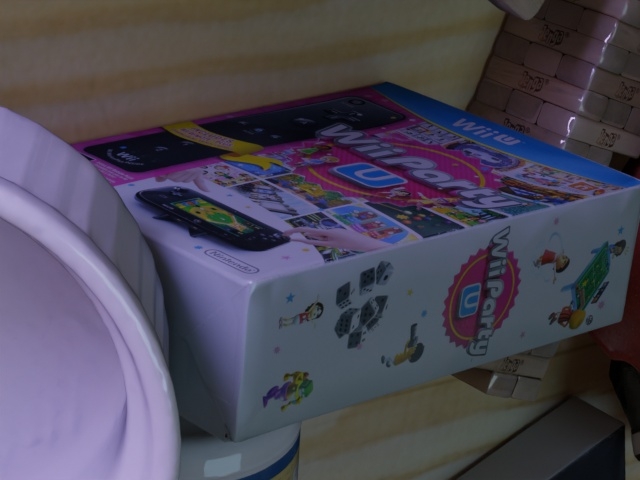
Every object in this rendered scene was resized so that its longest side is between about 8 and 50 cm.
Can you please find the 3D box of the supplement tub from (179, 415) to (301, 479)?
[{"bbox_3d":[-0.086,0.174,1.132,0.144,0.144,0.200,-19,123,-38],"label":"supplement tub"}]

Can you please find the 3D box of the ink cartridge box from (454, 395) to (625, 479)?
[{"bbox_3d":[0.109,0.270,1.446,0.332,0.065,0.165,-30,130,-30],"label":"ink cartridge box"}]

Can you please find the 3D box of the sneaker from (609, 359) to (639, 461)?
[{"bbox_3d":[0.283,0.119,1.507,0.234,0.078,0.106,10,61,-73],"label":"sneaker"}]

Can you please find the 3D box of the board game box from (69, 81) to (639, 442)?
[{"bbox_3d":[0.000,0.000,1.067,0.303,0.224,0.098,-13,118,-41],"label":"board game box"}]

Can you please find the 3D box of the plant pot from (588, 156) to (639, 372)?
[{"bbox_3d":[0.325,-0.017,1.326,0.272,0.272,0.265,8,126,-47],"label":"plant pot"}]

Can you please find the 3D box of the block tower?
[{"bbox_3d":[0.157,-0.061,1.289,0.091,0.097,0.335,12,101,-48],"label":"block tower"}]

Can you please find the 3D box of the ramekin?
[{"bbox_3d":[-0.199,0.062,0.876,0.277,0.135,0.277,0,115,0],"label":"ramekin"}]

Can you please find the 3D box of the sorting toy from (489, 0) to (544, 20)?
[{"bbox_3d":[0.092,-0.303,1.095,0.257,0.089,0.255,30,88,-48],"label":"sorting toy"}]
